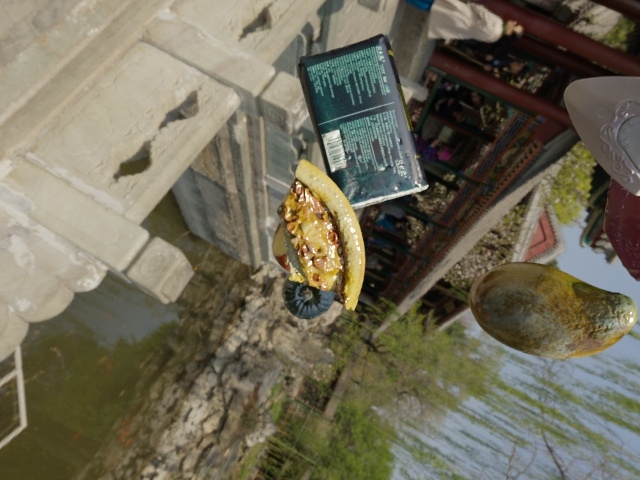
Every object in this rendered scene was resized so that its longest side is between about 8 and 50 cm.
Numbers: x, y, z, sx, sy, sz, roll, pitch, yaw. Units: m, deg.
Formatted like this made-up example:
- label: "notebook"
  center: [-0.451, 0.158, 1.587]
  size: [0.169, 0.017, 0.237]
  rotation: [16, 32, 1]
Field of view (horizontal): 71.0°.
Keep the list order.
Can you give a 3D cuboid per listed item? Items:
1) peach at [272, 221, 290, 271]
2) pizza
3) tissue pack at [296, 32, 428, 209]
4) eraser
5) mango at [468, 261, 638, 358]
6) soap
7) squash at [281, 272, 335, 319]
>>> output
- label: "peach"
  center: [-0.061, 0.002, 1.355]
  size: [0.190, 0.192, 0.190]
  rotation: [-41, 178, -2]
- label: "pizza"
  center: [0.000, 0.000, 0.988]
  size: [0.074, 0.182, 0.365]
  rotation: [-105, -178, -72]
- label: "tissue pack"
  center: [0.113, -0.312, 1.241]
  size: [0.253, 0.264, 0.417]
  rotation: [-57, 131, -78]
- label: "eraser"
  center: [0.577, -0.231, 0.864]
  size: [0.059, 0.243, 0.204]
  rotation: [-23, 147, -40]
- label: "mango"
  center: [0.458, 0.141, 0.916]
  size: [0.146, 0.316, 0.193]
  rotation: [-13, 102, -45]
- label: "soap"
  center: [0.743, -0.048, 0.996]
  size: [0.112, 0.182, 0.289]
  rotation: [-16, 112, -36]
- label: "squash"
  center: [-0.046, 0.198, 1.726]
  size: [0.218, 0.218, 0.172]
  rotation: [-63, -155, 11]
